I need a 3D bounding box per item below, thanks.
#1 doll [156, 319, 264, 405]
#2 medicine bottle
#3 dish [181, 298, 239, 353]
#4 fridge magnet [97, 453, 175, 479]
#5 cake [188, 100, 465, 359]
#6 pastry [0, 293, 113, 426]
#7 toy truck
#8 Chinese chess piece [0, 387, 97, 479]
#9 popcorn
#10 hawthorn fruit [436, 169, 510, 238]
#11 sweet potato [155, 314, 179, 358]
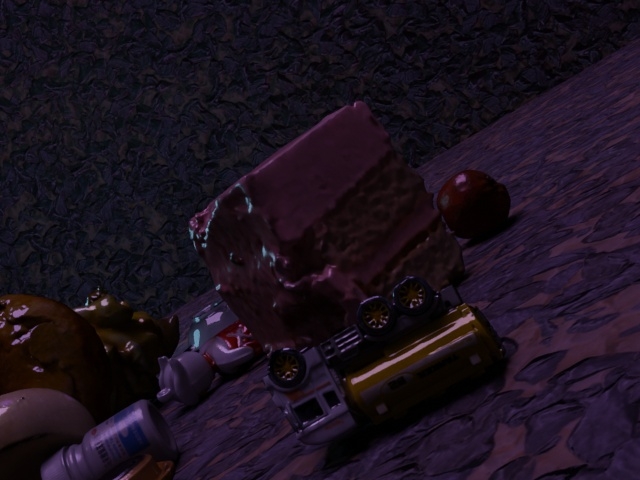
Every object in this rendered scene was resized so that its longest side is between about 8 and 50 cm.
[{"bbox_3d":[-0.147,0.188,1.458,0.384,0.099,0.188,-30,12,-31],"label":"doll"},{"bbox_3d":[-0.296,0.309,1.094,0.168,0.105,0.105,-32,6,-5],"label":"medicine bottle"},{"bbox_3d":[-0.282,0.214,2.006,0.246,0.078,0.224,-35,8,-33],"label":"dish"},{"bbox_3d":[-0.246,0.317,0.964,0.143,0.063,0.143,-34,3,2],"label":"fridge magnet"},{"bbox_3d":[0.000,0.000,1.178,0.293,0.307,0.314,-37,7,-33],"label":"cake"},{"bbox_3d":[-0.523,0.267,1.387,0.356,0.356,0.164,-29,-13,27],"label":"pastry"},{"bbox_3d":[0.061,0.122,0.770,0.226,0.114,0.098,-30,-16,9],"label":"toy truck"},{"bbox_3d":[-0.454,0.331,1.154,0.250,0.097,0.251,-27,-36,-21],"label":"Chinese chess piece"},{"bbox_3d":[-0.471,0.277,1.611,0.290,0.321,0.326,22,70,32],"label":"popcorn"},{"bbox_3d":[0.256,-0.062,1.309,0.128,0.128,0.128,-31,5,3],"label":"hawthorn fruit"},{"bbox_3d":[-0.535,0.341,2.053,0.422,0.130,0.130,-36,5,8],"label":"sweet potato"}]
